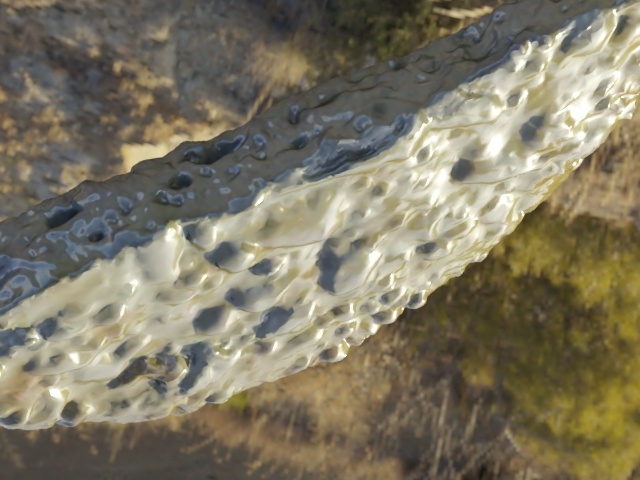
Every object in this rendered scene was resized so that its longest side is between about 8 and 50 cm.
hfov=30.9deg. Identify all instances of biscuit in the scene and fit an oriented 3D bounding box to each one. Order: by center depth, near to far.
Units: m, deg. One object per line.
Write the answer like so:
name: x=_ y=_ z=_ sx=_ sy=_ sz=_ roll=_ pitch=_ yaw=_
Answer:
biscuit: x=0.001 y=-0.001 z=0.416 sx=0.289 sy=0.038 sz=0.141 roll=-27 pitch=147 yaw=-6
